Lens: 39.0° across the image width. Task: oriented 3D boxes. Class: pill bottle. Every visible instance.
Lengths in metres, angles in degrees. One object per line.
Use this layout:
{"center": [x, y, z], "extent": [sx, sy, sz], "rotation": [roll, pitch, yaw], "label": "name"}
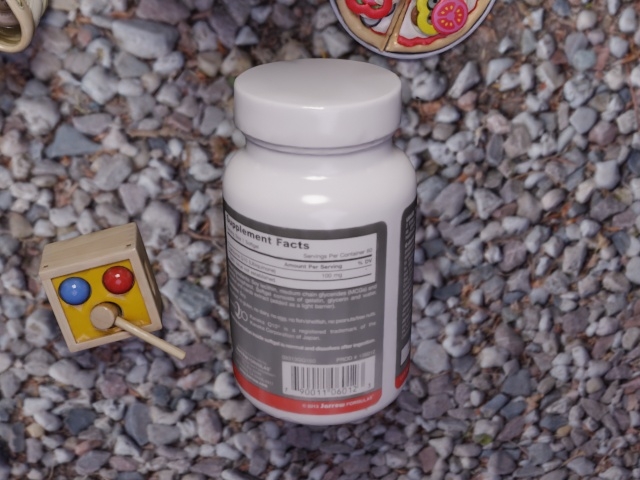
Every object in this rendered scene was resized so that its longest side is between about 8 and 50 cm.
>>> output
{"center": [0.000, 0.000, 0.991], "extent": [0.210, 0.210, 0.363], "rotation": [-4, 116, -9], "label": "pill bottle"}

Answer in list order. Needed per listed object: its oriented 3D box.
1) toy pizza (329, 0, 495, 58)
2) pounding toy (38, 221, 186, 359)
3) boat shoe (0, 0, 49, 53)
{"center": [0.105, -0.291, 0.967], "extent": [0.201, 0.032, 0.201], "rotation": [-4, 117, -9], "label": "toy pizza"}
{"center": [-0.236, 0.071, 1.040], "extent": [0.130, 0.100, 0.141], "rotation": [-15, 118, -3], "label": "pounding toy"}
{"center": [-0.371, -0.292, 0.809], "extent": [0.109, 0.098, 0.302], "rotation": [-30, 128, 19], "label": "boat shoe"}
